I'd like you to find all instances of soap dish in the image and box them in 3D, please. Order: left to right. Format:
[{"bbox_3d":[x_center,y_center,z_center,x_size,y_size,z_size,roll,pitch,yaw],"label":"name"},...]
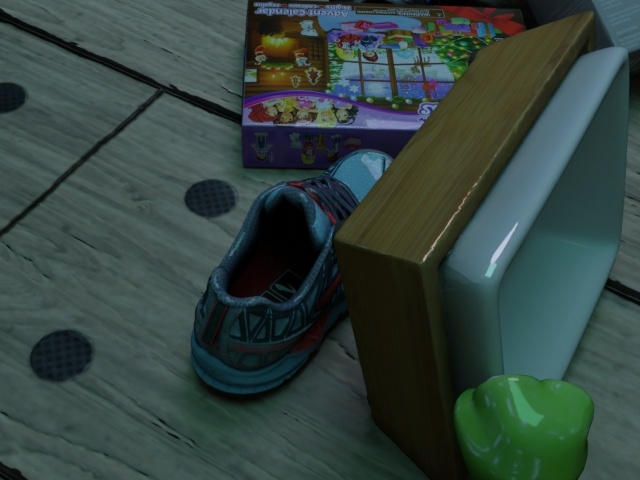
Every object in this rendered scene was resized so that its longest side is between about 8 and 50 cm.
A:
[{"bbox_3d":[0.127,0.003,0.624,0.118,0.229,0.291,14,47,30],"label":"soap dish"}]

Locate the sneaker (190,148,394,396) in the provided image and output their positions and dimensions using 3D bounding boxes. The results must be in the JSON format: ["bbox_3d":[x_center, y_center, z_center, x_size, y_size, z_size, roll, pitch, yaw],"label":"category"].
[{"bbox_3d":[0.000,0.000,0.669,0.104,0.125,0.262,25,52,16],"label":"sneaker"}]

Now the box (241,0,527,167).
[{"bbox_3d":[0.070,-0.158,0.858,0.293,0.057,0.201,1,50,-4],"label":"box"}]

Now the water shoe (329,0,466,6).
[{"bbox_3d":[0.107,-0.270,0.966,0.203,0.073,0.080,-5,76,-9],"label":"water shoe"}]

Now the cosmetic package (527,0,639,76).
[{"bbox_3d":[0.282,-0.290,0.896,0.127,0.107,0.238,-19,80,-18],"label":"cosmetic package"}]

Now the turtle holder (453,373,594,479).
[{"bbox_3d":[0.205,0.218,0.428,0.243,0.227,0.320,-1,49,-5],"label":"turtle holder"}]
